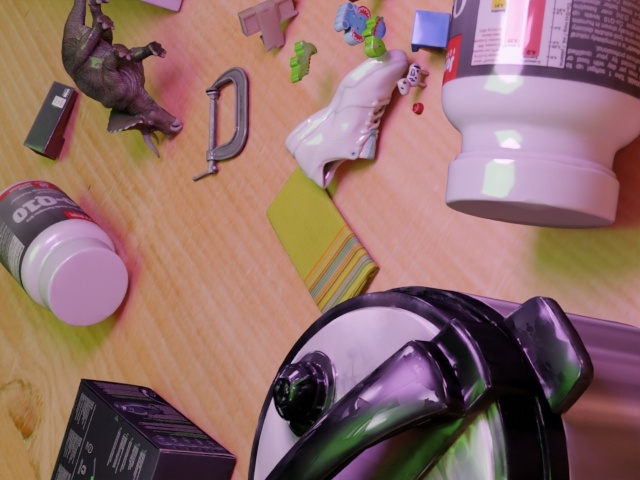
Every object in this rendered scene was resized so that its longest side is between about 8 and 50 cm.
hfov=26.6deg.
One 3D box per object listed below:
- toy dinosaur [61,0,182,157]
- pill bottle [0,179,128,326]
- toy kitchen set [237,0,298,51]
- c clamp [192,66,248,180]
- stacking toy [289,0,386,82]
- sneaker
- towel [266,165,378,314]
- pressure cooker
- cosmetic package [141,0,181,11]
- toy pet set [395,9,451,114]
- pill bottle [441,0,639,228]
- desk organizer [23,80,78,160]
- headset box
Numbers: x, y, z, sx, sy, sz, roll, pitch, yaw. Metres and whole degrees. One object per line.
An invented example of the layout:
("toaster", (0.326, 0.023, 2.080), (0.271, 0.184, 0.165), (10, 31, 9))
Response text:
("toy dinosaur", (-0.341, -0.276, 2.086), (0.313, 0.121, 0.160), (44, 125, 7))
("pill bottle", (-0.432, 0.019, 2.215), (0.283, 0.161, 0.161), (36, 109, 50))
("toy kitchen set", (-0.082, -0.320, 1.935), (0.075, 0.083, 0.068), (48, 160, 47))
("c clamp", (-0.151, -0.177, 2.018), (0.137, 0.022, 0.161), (-9, 74, 51))
("stacking toy", (0.051, -0.308, 1.730), (0.167, 0.052, 0.221), (-11, 56, 51))
("sneaker", (0.051, -0.151, 1.720), (0.212, 0.080, 0.094), (-44, 69, 32))
("towel", (0.000, 0.000, 1.778), (0.102, 0.021, 0.237), (-53, 42, 21))
("pressure cooker", (0.128, 0.232, 1.213), (0.375, 0.420, 0.370), (5, 84, 52))
("cosmetic package", (-0.388, -0.505, 2.260), (0.385, 0.217, 0.156), (29, 103, 54))
("toy pet set", (0.136, -0.213, 1.617), (0.122, 0.065, 0.114), (2, 82, 52))
("pill bottle", (0.233, -0.204, 1.368), (0.210, 0.210, 0.363), (1, 81, 53))
("desk organizer", (-0.477, -0.214, 2.428), (0.047, 0.050, 0.130), (21, 80, 20))
("headset box", (-0.264, 0.365, 1.926), (0.283, 0.131, 0.246), (25, 100, 52))
